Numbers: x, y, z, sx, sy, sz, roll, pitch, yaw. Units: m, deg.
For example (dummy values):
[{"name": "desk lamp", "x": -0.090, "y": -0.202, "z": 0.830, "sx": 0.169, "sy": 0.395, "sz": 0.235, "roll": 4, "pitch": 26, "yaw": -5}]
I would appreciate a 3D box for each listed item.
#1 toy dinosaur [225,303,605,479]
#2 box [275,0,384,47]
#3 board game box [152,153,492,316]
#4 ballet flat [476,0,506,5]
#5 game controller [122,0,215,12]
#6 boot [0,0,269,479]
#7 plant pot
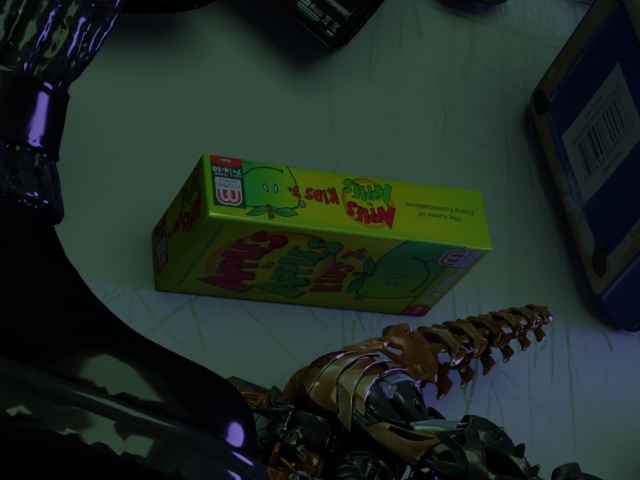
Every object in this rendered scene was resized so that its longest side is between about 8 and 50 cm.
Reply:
[{"name": "toy dinosaur", "x": 0.034, "y": 0.126, "z": 0.908, "sx": 0.218, "sy": 0.164, "sz": 0.322, "roll": 36, "pitch": 71, "yaw": 18}, {"name": "box", "x": -0.010, "y": -0.240, "z": 1.099, "sx": 0.180, "sy": 0.147, "sz": 0.077, "roll": 40, "pitch": 12, "yaw": 1}, {"name": "board game box", "x": 0.000, "y": 0.000, "z": 0.995, "sx": 0.181, "sy": 0.092, "sz": 0.043, "roll": 6, "pitch": 59, "yaw": -24}, {"name": "ballet flat", "x": 0.094, "y": -0.266, "z": 1.239, "sx": 0.068, "sy": 0.072, "sz": 0.213, "roll": 15, "pitch": 51, "yaw": -53}, {"name": "game controller", "x": -0.202, "y": -0.222, "z": 1.003, "sx": 0.319, "sy": 0.067, "sz": 0.166, "roll": -2, "pitch": 82, "yaw": -18}, {"name": "boot", "x": -0.144, "y": -0.026, "z": 0.838, "sx": 0.348, "sy": 0.131, "sz": 0.260, "roll": 25, "pitch": 68, "yaw": 7}, {"name": "plant pot", "x": 0.281, "y": -0.076, "z": 1.106, "sx": 0.212, "sy": 0.236, "sz": 0.236, "roll": -4, "pitch": 63, "yaw": -21}]
